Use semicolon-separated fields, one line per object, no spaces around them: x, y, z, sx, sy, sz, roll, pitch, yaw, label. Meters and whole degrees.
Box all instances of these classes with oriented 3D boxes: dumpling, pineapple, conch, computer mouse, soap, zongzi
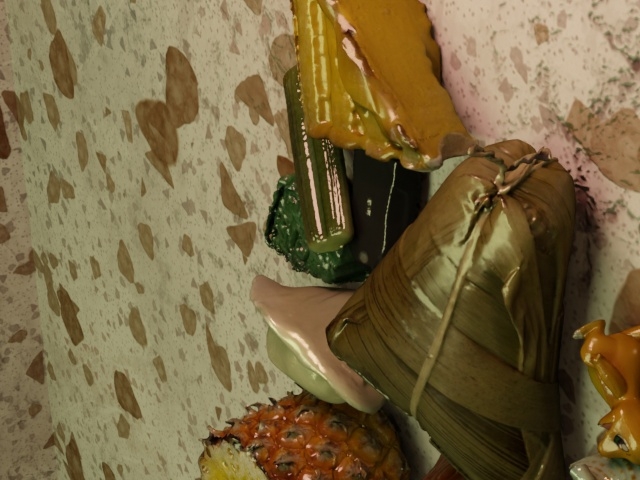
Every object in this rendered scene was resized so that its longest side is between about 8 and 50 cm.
0.001;0.141;1.834;0.243;0.187;0.318;39;-179;-26;dumpling
-0.016;0.417;1.935;0.352;0.300;0.352;32;130;49;pineapple
0.398;0.316;1.373;0.200;0.131;0.172;55;-168;-7;conch
0.100;-0.060;1.730;0.122;0.073;0.217;31;123;46;computer mouse
0.083;-0.289;1.552;0.304;0.169;0.338;22;124;53;soap
0.294;0.122;1.456;0.467;0.218;0.500;42;135;8;zongzi

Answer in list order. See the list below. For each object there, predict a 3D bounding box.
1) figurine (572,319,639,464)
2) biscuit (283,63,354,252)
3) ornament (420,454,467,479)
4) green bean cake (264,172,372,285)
0.379;0.178;1.362;0.122;0.121;0.176;-18;59;27;figurine
-0.008;-0.135;1.792;0.099;0.038;0.322;-24;65;40;biscuit
0.192;0.437;1.658;0.235;0.218;0.221;62;152;-2;ornament
0.000;0.000;1.893;0.208;0.107;0.193;53;143;27;green bean cake
